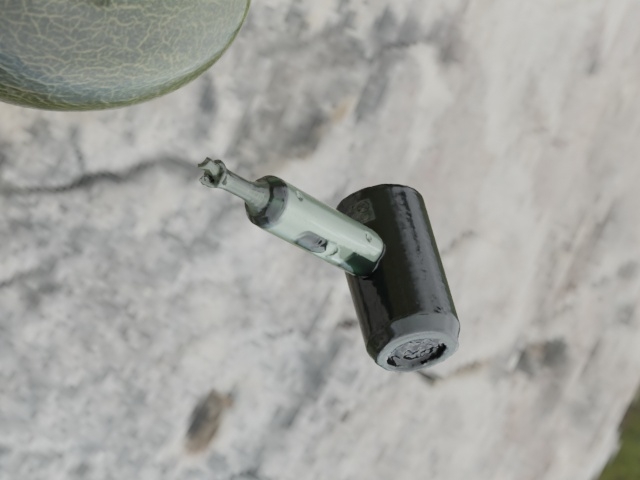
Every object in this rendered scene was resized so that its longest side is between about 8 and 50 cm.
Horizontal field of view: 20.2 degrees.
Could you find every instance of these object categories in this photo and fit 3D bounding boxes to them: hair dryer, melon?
[{"bbox_3d":[0.000,0.000,0.978,0.057,0.100,0.197,-34,142,26],"label":"hair dryer"},{"bbox_3d":[-0.198,-0.218,1.408,0.301,0.237,0.237,7,111,-19],"label":"melon"}]
